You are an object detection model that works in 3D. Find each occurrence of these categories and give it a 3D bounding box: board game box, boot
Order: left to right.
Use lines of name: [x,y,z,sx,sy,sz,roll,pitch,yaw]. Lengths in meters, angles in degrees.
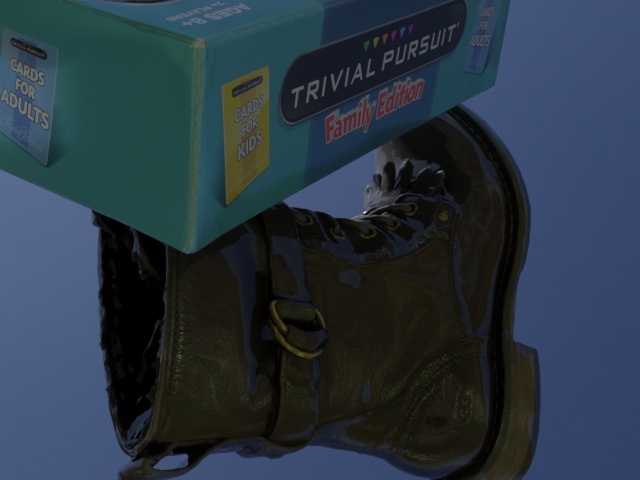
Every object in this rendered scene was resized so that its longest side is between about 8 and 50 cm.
board game box: [-0.112,-0.126,0.485,0.336,0.254,0.079,21,-59,26]
boot: [0.000,0.000,0.483,0.229,0.091,0.262,20,-131,-34]
